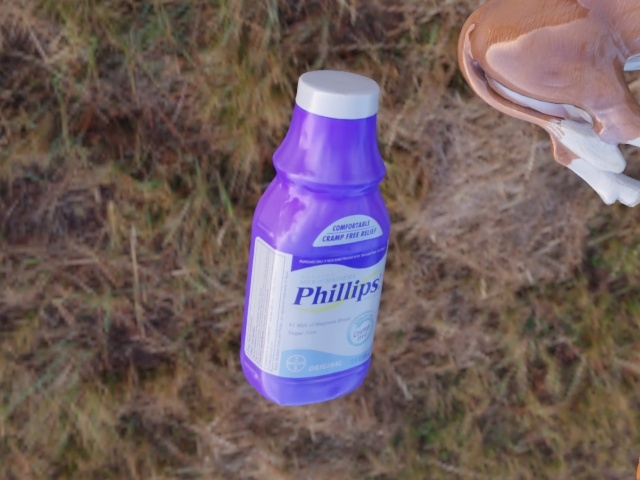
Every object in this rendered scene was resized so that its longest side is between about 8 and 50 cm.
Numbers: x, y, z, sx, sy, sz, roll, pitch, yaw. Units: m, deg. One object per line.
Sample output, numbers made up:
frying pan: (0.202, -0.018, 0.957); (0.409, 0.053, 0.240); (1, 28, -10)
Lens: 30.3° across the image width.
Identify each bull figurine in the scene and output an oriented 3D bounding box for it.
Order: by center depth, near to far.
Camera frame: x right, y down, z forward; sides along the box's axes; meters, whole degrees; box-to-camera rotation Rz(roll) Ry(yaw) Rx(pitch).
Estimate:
bull figurine: (0.240, -0.167, 0.748); (0.310, 0.188, 0.101); (-38, 178, 11)

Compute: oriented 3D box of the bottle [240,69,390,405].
bottle: (0.000, 0.000, 1.004); (0.118, 0.092, 0.283); (-9, 119, -32)

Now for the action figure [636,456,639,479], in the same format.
action figure: (0.319, 0.266, 0.892); (0.178, 0.330, 0.341); (27, 168, -24)
